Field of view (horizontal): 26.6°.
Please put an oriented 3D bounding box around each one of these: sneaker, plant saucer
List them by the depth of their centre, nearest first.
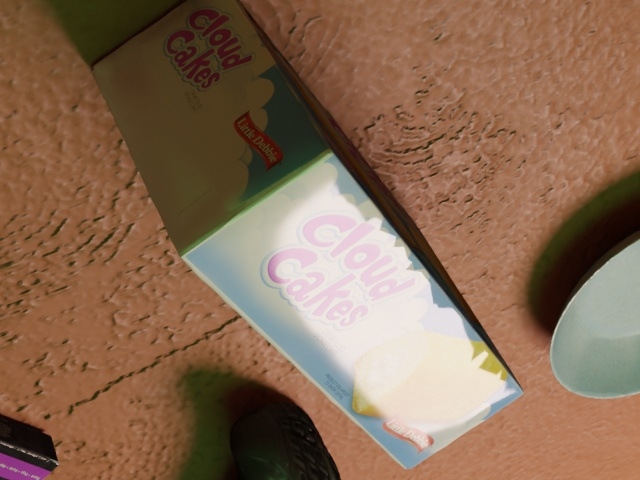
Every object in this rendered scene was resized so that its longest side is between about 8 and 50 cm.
[{"bbox_3d":[-0.032,0.228,1.003,0.130,0.109,0.286,-19,137,-1],"label":"sneaker"},{"bbox_3d":[0.249,0.039,1.006,0.195,0.037,0.195,-15,137,-15],"label":"plant saucer"}]

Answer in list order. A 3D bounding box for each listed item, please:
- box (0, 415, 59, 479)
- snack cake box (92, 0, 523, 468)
[{"bbox_3d":[-0.265,0.166,0.868,0.162,0.029,0.116,-42,136,14],"label":"box"},{"bbox_3d":[0.000,0.000,0.747,0.089,0.152,0.264,-34,139,7],"label":"snack cake box"}]
